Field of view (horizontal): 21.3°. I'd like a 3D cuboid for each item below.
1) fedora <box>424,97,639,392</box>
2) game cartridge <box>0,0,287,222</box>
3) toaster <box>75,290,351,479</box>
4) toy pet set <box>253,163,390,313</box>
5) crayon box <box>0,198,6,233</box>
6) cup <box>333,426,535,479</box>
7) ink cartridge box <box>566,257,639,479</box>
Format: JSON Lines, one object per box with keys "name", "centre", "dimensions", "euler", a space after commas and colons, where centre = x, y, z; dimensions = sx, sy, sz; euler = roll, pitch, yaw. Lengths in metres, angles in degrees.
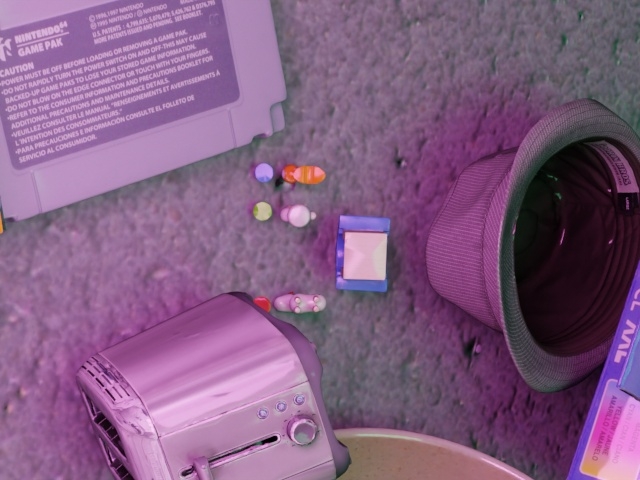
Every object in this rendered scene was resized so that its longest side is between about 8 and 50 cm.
{"name": "fedora", "centre": [0.181, 0.000, 1.478], "dimensions": [0.275, 0.124, 0.244], "euler": [-34, 119, -42]}
{"name": "game cartridge", "centre": [-0.161, -0.136, 1.239], "dimensions": [0.294, 0.060, 0.196], "euler": [-21, 113, -35]}
{"name": "toaster", "centre": [-0.086, 0.123, 1.251], "dimensions": [0.146, 0.227, 0.129], "euler": [-21, 109, -16]}
{"name": "toy pet set", "centre": [0.000, 0.000, 1.396], "dimensions": [0.114, 0.065, 0.122], "euler": [3, 93, -3]}
{"name": "crayon box", "centre": [-0.349, -0.059, 1.052], "dimensions": [0.278, 0.081, 0.165], "euler": [-14, 106, -24]}
{"name": "cup", "centre": [0.058, 0.344, 1.347], "dimensions": [0.331, 0.331, 0.237], "euler": [-8, 128, -37]}
{"name": "ink cartridge box", "centre": [0.345, 0.130, 1.508], "dimensions": [0.270, 0.151, 0.395], "euler": [-70, 159, -8]}
